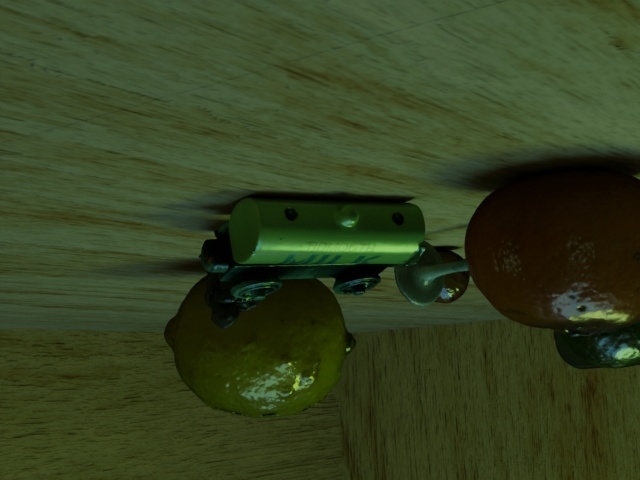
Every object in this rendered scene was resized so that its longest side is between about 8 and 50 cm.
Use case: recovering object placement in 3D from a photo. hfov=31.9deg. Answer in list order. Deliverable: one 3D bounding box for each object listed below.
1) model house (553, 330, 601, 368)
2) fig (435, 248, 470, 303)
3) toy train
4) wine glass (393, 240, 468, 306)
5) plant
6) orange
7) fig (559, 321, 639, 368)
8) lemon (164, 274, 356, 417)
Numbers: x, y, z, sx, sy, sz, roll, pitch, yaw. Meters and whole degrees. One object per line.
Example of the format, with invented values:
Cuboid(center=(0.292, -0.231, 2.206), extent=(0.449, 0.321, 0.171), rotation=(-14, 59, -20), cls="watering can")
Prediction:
Cuboid(center=(0.535, 0.093, 1.861), extent=(0.218, 0.204, 0.279), rotation=(-8, 178, 37), cls="model house")
Cuboid(center=(0.175, 0.045, 1.732), extent=(0.089, 0.088, 0.125), rotation=(-9, 152, 34), cls="fig")
Cuboid(center=(0.000, 0.000, 1.260), extent=(0.253, 0.105, 0.157), rotation=(1, 157, -29), cls="toy train")
Cuboid(center=(0.204, 0.090, 1.451), extent=(0.096, 0.264, 0.309), rotation=(41, 149, -26), cls="wine glass")
Cuboid(center=(-0.106, 0.044, 1.351), extent=(0.087, 0.085, 0.174), rotation=(-3, -153, -1), cls="plant")
Cuboid(center=(0.261, 0.016, 1.174), extent=(0.224, 0.170, 0.224), rotation=(-5, 171, -1), cls="orange")
Cuboid(center=(0.435, 0.048, 1.506), extent=(0.203, 0.203, 0.235), rotation=(1, 149, -31), cls="fig")
Cuboid(center=(-0.098, 0.159, 1.786), extent=(0.284, 0.260, 0.260), rotation=(-16, 175, -12), cls="lemon")
